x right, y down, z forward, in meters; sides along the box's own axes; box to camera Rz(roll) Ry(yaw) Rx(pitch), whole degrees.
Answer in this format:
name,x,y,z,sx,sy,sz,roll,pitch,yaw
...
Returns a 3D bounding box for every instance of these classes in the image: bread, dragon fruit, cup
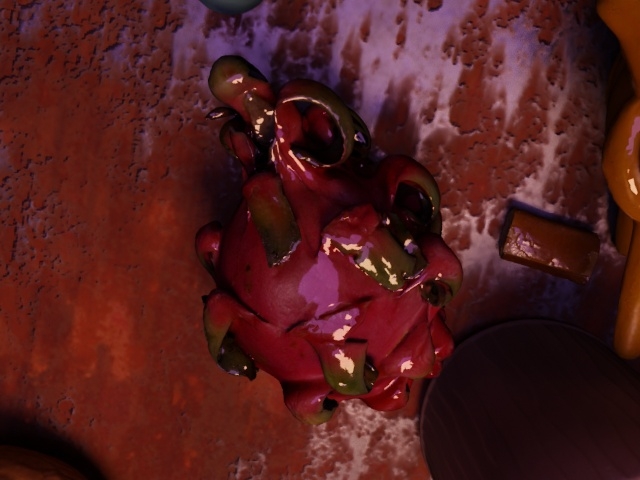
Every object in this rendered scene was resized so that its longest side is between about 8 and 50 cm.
name,x,y,z,sx,sy,sz,roll,pitch,yaw
bread,0.194,0.006,0.700,0.083,0.036,0.047,17,103,-4
dragon fruit,0.006,0.003,0.639,0.198,0.218,0.273,-6,105,-43
cup,0.211,0.232,0.642,0.208,0.273,0.288,-15,103,0

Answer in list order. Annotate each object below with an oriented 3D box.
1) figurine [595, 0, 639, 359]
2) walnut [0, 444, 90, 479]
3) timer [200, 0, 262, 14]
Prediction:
name,x,y,z,sx,sy,sz,roll,pitch,yaw
figurine,0.384,-0.052,0.529,0.387,0.268,0.401,-4,89,20
walnut,-0.275,0.271,0.733,0.197,0.165,0.165,37,104,-11
timer,-0.065,-0.329,0.612,0.232,0.091,0.250,43,92,-8
